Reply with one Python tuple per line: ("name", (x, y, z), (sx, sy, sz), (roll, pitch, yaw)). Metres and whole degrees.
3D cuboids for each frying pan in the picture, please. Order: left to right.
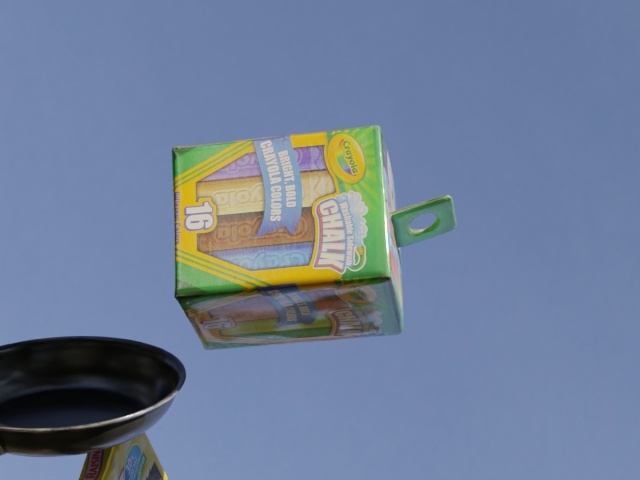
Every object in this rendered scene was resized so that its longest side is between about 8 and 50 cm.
("frying pan", (-0.212, 0.138, 1.229), (0.197, 0.326, 0.053), (1, -73, 8))

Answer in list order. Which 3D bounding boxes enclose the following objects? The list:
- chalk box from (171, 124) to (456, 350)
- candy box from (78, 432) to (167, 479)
("chalk box", (0.000, 0.000, 1.301), (0.213, 0.132, 0.132), (-5, -24, 7))
("candy box", (-0.171, 0.236, 1.330), (0.027, 0.206, 0.105), (-8, -51, 18))
